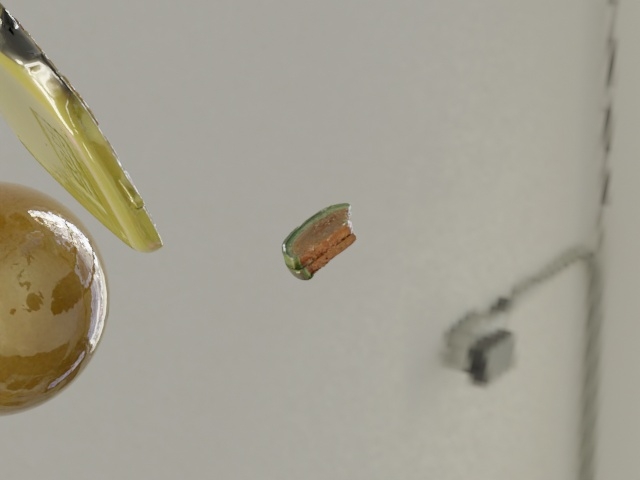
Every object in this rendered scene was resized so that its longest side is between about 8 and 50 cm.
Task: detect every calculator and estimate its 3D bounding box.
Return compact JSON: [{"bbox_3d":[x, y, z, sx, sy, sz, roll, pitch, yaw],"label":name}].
[{"bbox_3d":[-0.166,-0.079,1.097,0.033,0.236,0.157,-35,-45,-12],"label":"calculator"}]

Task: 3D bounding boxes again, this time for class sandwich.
[{"bbox_3d":[0.000,-0.002,1.809,0.101,0.069,0.026,-40,-61,-21],"label":"sandwich"}]

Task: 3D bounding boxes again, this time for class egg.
[{"bbox_3d":[-0.352,0.060,1.962,0.322,0.250,0.250,-136,55,-80],"label":"egg"}]
